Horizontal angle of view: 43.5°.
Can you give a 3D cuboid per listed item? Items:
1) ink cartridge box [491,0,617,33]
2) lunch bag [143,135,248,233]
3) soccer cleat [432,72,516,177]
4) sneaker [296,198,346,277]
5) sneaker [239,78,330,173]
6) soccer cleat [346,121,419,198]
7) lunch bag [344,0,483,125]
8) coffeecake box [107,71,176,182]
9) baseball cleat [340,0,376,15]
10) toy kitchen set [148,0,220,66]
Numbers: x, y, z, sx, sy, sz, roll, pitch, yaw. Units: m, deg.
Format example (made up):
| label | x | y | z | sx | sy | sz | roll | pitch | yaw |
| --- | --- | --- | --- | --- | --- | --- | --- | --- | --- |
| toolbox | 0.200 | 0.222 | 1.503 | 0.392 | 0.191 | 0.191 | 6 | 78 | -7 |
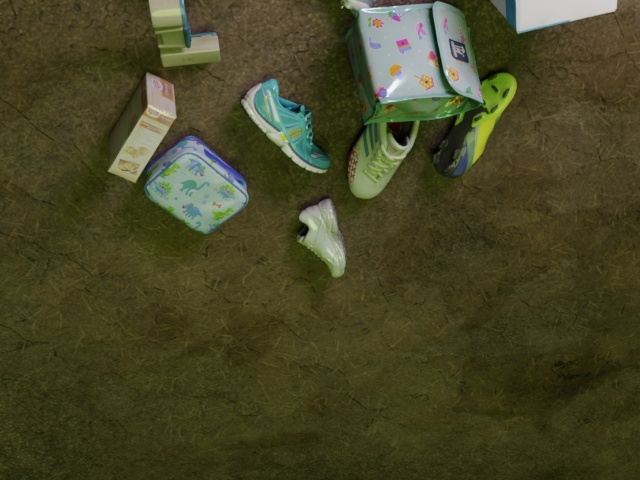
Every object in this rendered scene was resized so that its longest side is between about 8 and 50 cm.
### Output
| label | x | y | z | sx | sy | sz | roll | pitch | yaw |
| --- | --- | --- | --- | --- | --- | --- | --- | --- | --- |
| ink cartridge box | 0.424 | -0.562 | 1.547 | 0.198 | 0.270 | 0.197 | -14 | 129 | -2 |
| lunch bag | -0.284 | -0.128 | 1.868 | 0.176 | 0.090 | 0.219 | -37 | 127 | 19 |
| soccer cleat | 0.373 | -0.274 | 1.914 | 0.121 | 0.093 | 0.289 | -3 | 133 | -51 |
| sneaker | 0.000 | 0.000 | 2.052 | 0.115 | 0.090 | 0.232 | -12 | 122 | 6 |
| sneaker | -0.059 | -0.251 | 1.813 | 0.110 | 0.107 | 0.275 | -41 | 127 | 9 |
| soccer cleat | 0.145 | -0.210 | 1.860 | 0.116 | 0.143 | 0.331 | 6 | 128 | -17 |
| lunch bag | 0.206 | -0.371 | 1.679 | 0.262 | 0.224 | 0.160 | -8 | 167 | -12 |
| coffeecake box | -0.383 | -0.243 | 1.715 | 0.068 | 0.142 | 0.185 | 23 | 121 | -29 |
| baseball cleat | 0.043 | -0.548 | 1.618 | 0.109 | 0.072 | 0.206 | -46 | 130 | 7 |
| toy kitchen set | -0.274 | -0.472 | 1.605 | 0.122 | 0.166 | 0.207 | -7 | 167 | -6 |
